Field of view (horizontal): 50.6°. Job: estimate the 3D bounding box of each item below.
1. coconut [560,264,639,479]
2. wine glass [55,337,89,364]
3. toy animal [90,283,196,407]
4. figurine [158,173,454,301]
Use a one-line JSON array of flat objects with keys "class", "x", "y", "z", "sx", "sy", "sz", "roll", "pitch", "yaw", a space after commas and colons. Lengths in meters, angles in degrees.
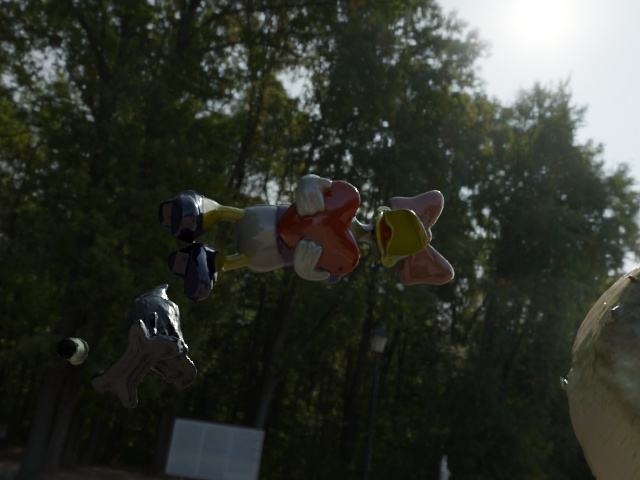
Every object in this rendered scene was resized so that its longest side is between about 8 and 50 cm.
[{"class": "coconut", "x": 0.398, "y": 0.164, "z": 0.582, "sx": 0.353, "sy": 0.352, "sz": 0.352, "roll": 7, "pitch": -19, "yaw": 2}, {"class": "wine glass", "x": -0.379, "y": 0.169, "z": 1.034, "sx": 0.039, "sy": 0.042, "sz": 0.083, "roll": 16, "pitch": -12, "yaw": -7}, {"class": "toy animal", "x": -0.210, "y": 0.127, "z": 0.919, "sx": 0.117, "sy": 0.121, "sz": 0.210, "roll": 29, "pitch": 19, "yaw": -10}, {"class": "figurine", "x": -0.004, "y": 0.000, "z": 0.923, "sx": 0.421, "sy": 0.154, "sz": 0.193, "roll": -3, "pitch": -8, "yaw": -12}]
